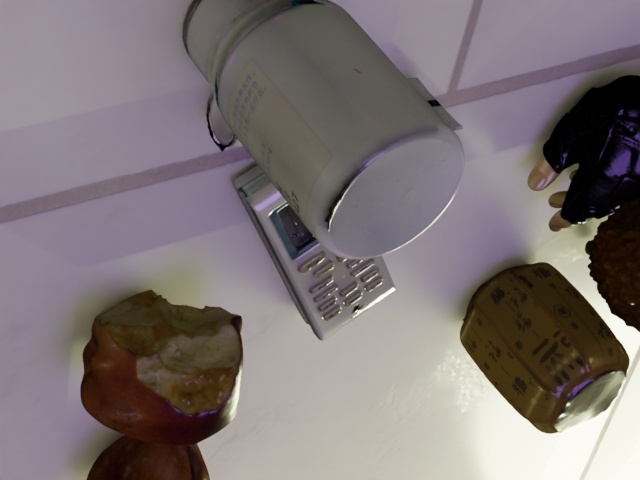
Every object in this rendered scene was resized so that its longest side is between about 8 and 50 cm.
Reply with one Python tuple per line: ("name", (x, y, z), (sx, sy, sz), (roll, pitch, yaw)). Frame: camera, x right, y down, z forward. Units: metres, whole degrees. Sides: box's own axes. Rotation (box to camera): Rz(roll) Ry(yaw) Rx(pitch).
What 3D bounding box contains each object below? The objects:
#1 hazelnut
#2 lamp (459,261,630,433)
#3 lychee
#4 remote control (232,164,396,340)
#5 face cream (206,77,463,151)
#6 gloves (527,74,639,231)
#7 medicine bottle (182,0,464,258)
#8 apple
("hazelnut", (-0.183, 0.267, 1.815), (0.143, 0.143, 0.154), (-33, 154, -7))
("lamp", (0.266, 0.127, 1.996), (0.161, 0.185, 0.161), (-25, 147, -18))
("lychee", (0.409, 0.026, 1.982), (0.200, 0.238, 0.200), (-5, 98, -44))
("remote control", (0.000, 0.000, 1.719), (0.103, 0.055, 0.277), (-34, 146, -6))
("face cream", (0.012, -0.123, 1.568), (0.244, 0.092, 0.058), (-6, 130, -31))
("gloves", (0.318, -0.086, 1.866), (0.164, 0.124, 0.203), (8, 120, -24))
("medicine bottle", (-0.004, -0.115, 1.398), (0.143, 0.258, 0.143), (-25, 145, -19))
("apple", (-0.155, 0.127, 1.649), (0.158, 0.156, 0.147), (2, 137, -4))
